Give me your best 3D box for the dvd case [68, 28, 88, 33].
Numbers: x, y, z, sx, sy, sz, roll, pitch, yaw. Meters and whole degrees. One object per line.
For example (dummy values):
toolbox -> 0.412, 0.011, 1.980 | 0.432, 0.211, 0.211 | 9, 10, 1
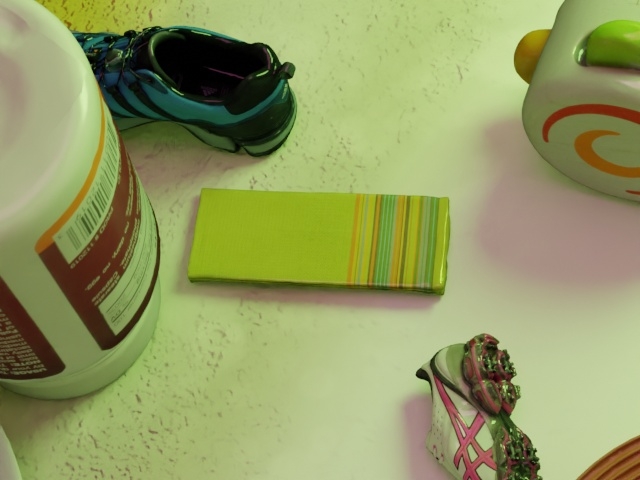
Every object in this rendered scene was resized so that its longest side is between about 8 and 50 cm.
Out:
dvd case -> -0.302, -0.119, 1.561 | 0.164, 0.018, 0.221 | 14, 65, 13

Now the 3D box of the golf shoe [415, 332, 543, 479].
golf shoe -> 0.134, 0.177, 1.343 | 0.086, 0.067, 0.186 | -25, 63, 30

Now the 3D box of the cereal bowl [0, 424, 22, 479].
cereal bowl -> -0.395, 0.240, 1.242 | 0.141, 0.339, 0.339 | -15, 56, 37

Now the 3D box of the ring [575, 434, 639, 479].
ring -> 0.317, 0.298, 1.228 | 0.336, 0.032, 0.337 | -6, 71, 16

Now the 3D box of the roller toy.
roller toy -> 0.285, -0.136, 1.411 | 0.191, 0.209, 0.146 | 31, 65, -18

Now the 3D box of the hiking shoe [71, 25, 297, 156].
hiking shoe -> -0.171, -0.163, 1.491 | 0.304, 0.132, 0.113 | 5, 65, 2

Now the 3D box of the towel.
towel -> 0.000, 0.000, 1.467 | 0.237, 0.021, 0.102 | 2, 58, 8

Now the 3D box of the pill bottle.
pill bottle -> -0.251, -0.017, 1.283 | 0.224, 0.392, 0.224 | -2, 67, 4
